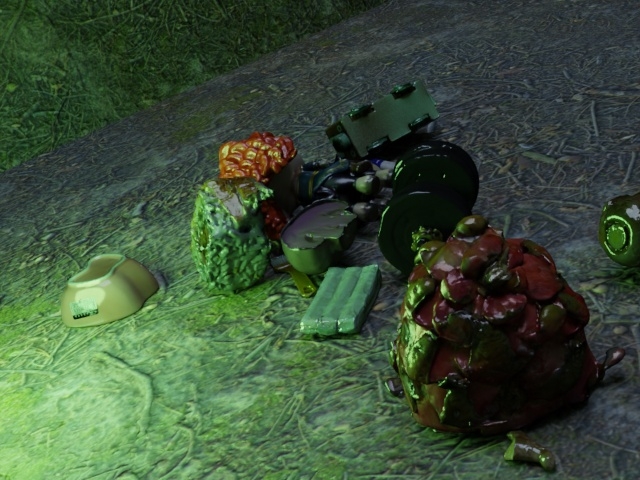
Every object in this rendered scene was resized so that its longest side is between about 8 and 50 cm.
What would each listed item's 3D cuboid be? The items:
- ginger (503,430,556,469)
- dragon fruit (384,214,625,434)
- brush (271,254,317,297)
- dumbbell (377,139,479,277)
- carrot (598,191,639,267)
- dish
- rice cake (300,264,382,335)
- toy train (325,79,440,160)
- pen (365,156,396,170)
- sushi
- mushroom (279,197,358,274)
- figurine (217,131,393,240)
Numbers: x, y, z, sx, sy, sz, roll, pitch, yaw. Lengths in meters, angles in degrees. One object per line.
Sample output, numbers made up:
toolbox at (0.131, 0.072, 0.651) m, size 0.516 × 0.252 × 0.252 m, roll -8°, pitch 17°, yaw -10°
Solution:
ginger at (0.268, 0.275, 1.273) m, size 0.048 × 0.030 × 0.097 m, roll -21°, pitch 22°, yaw -18°
dragon fruit at (0.239, 0.095, 1.397) m, size 0.314 × 0.263 × 0.296 m, roll -19°, pitch 21°, yaw -9°
brush at (-0.044, 0.068, 1.949) m, size 0.082 × 0.010 × 0.218 m, roll -18°, pitch 25°, yaw -9°
dumbbell at (0.214, -0.064, 1.871) m, size 0.185 × 0.185 × 0.388 m, roll -9°, pitch 24°, yaw 14°
carrot at (0.613, -0.034, 1.642) m, size 0.301 × 0.139 × 0.138 m, roll -12°, pitch 22°, yaw -18°
dish at (-0.460, 0.093, 2.038) m, size 0.213 × 0.090 × 0.213 m, roll -12°, pitch 24°, yaw 6°
rice cake at (0.039, 0.110, 1.767) m, size 0.124 × 0.038 × 0.211 m, roll -4°, pitch 25°, yaw 24°
toy train at (0.148, -0.295, 2.457) m, size 0.326 × 0.129 × 0.159 m, roll -30°, pitch -1°, yaw -30°
pen at (0.200, -0.166, 2.297) m, size 0.033 × 0.033 × 0.269 m, roll -28°, pitch 27°, yaw -28°
sushi at (-0.182, -0.019, 1.929) m, size 0.139 × 0.274 × 0.184 m, roll -8°, pitch 50°, yaw -19°
mushroom at (0.000, 0.000, 1.923) m, size 0.141 × 0.117 × 0.188 m, roll 12°, pitch 43°, yaw 21°
figurine at (-0.030, -0.122, 2.133) m, size 0.411 × 0.241 × 0.306 m, roll -1°, pitch 29°, yaw 2°
